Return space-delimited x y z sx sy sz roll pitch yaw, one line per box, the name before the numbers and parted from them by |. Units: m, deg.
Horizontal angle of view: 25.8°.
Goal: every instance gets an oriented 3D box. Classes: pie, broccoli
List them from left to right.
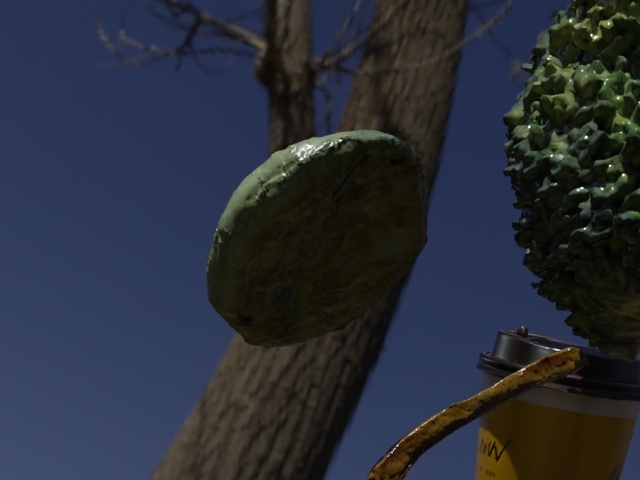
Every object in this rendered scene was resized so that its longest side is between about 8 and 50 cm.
pie | 0.000 0.000 0.991 0.041 0.187 0.187 46 -6 39
broccoli | 0.247 -0.084 0.889 0.249 0.375 0.302 50 -49 11

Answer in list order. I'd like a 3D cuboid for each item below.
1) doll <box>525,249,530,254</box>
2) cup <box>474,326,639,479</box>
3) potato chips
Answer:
doll | 0.296 -0.012 1.463 0.154 0.119 0.278 23 -20 8
cup | 0.255 0.243 1.553 0.196 0.280 0.196 10 0 0
potato chips | 0.108 0.123 0.978 0.037 0.204 0.026 61 -28 -1
